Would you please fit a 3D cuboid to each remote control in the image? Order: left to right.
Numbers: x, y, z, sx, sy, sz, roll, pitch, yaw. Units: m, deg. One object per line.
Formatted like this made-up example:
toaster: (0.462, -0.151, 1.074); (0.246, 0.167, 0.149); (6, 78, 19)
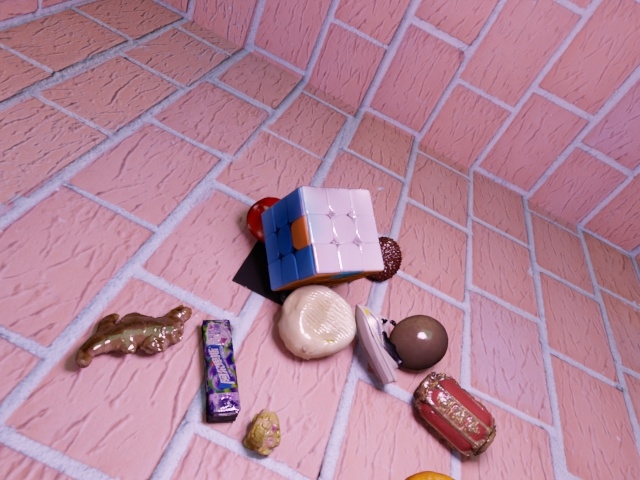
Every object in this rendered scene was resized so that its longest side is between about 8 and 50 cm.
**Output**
remote control: (-0.110, 0.142, 1.725); (0.072, 0.042, 0.222); (16, 41, -19)

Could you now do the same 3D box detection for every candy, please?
candy: (-0.292, 0.366, 1.377); (0.088, 0.061, 0.313); (5, 45, -23)

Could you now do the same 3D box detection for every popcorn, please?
popcorn: (-0.154, 0.514, 1.280); (0.089, 0.109, 0.097); (12, -7, 27)

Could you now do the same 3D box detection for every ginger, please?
ginger: (-0.517, 0.261, 1.347); (0.332, 0.080, 0.166); (-11, 39, -30)

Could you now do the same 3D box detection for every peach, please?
peach: (-0.192, -0.079, 1.797); (0.197, 0.197, 0.197); (17, 41, -15)

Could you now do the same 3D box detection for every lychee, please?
lychee: (0.245, 0.071, 1.923); (0.187, 0.188, 0.188); (17, 41, -15)

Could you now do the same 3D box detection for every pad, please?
pad: (-0.180, 0.098, 1.770); (0.202, 0.005, 0.300); (27, 39, -3)

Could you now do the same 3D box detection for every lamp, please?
lamp: (0.426, 0.555, 1.529); (0.274, 0.177, 0.177); (42, 41, 12)

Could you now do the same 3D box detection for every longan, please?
longan: (0.344, 0.356, 1.668); (0.220, 0.197, 0.197); (-7, 52, -32)

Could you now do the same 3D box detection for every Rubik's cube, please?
Rubik's cube: (0.000, 0.000, 1.616); (0.291, 0.291, 0.291); (0, 74, -35)

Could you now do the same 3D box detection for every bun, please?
bun: (-0.023, 0.271, 1.565); (0.259, 0.160, 0.260); (13, 60, -24)

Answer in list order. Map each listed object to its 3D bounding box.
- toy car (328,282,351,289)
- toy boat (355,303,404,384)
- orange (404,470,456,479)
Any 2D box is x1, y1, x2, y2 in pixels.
toy car: (0.052, 0.134, 1.832); (0.204, 0.056, 0.095); (-14, 57, -41)
toy boat: (0.196, 0.335, 1.576); (0.140, 0.140, 0.270); (-5, 78, -34)
orange: (0.291, 0.745, 1.234); (0.248, 0.184, 0.249); (8, 29, -4)
